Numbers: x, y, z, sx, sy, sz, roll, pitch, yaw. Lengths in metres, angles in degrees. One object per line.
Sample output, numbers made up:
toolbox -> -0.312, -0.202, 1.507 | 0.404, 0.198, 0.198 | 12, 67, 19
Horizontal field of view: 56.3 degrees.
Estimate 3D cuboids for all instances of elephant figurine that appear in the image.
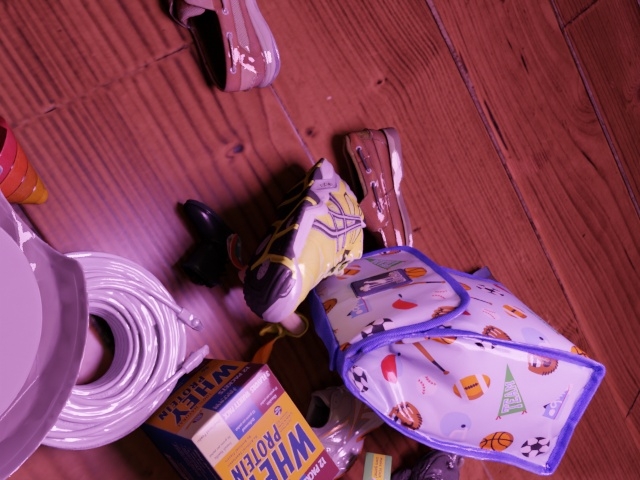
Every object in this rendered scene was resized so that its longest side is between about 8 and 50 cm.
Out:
elephant figurine -> 0.211, 0.472, 1.110 | 0.239, 0.169, 0.186 | 67, 20, -5

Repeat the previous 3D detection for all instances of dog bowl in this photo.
dog bowl -> -0.395, 0.083, 0.560 | 0.349, 0.102, 0.348 | -2, 92, -58

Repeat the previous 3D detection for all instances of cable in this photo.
cable -> -0.310, 0.141, 0.797 | 0.257, 0.089, 0.257 | 52, 58, -18

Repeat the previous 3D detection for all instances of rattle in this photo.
rattle -> -0.123, 0.101, 0.947 | 0.199, 0.143, 0.130 | 47, 14, -31

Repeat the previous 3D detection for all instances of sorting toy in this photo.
sorting toy -> -0.436, 0.032, 0.730 | 0.126, 0.127, 0.365 | 45, 58, -58

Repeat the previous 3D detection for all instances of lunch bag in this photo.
lunch bag -> 0.178, 0.159, 0.959 | 0.386, 0.328, 0.238 | 15, 103, -13

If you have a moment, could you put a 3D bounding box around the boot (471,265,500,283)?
boot -> 0.312, 0.130, 1.287 | 0.219, 0.082, 0.106 | -15, 71, -33

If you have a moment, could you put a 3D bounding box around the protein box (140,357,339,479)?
protein box -> -0.122, 0.288, 0.844 | 0.136, 0.201, 0.199 | -42, 108, -33

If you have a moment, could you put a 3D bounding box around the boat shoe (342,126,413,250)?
boat shoe -> 0.103, -0.057, 1.133 | 0.105, 0.111, 0.307 | -8, 87, -13

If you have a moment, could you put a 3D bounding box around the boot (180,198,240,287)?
boot -> -0.185, 0.008, 0.934 | 0.121, 0.045, 0.099 | 46, 56, -30

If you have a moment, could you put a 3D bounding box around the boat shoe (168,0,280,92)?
boat shoe -> -0.178, -0.389, 0.951 | 0.116, 0.123, 0.324 | -33, 102, -33

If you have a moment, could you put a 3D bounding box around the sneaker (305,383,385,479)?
sneaker -> 0.051, 0.283, 1.044 | 0.121, 0.099, 0.262 | 52, 54, -11

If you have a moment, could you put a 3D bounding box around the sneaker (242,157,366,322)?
sneaker -> 0.000, 0.000, 0.919 | 0.147, 0.145, 0.384 | 41, 32, -11

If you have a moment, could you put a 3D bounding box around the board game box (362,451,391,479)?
board game box -> 0.067, 0.519, 0.900 | 0.317, 0.046, 0.213 | -76, 170, -48
